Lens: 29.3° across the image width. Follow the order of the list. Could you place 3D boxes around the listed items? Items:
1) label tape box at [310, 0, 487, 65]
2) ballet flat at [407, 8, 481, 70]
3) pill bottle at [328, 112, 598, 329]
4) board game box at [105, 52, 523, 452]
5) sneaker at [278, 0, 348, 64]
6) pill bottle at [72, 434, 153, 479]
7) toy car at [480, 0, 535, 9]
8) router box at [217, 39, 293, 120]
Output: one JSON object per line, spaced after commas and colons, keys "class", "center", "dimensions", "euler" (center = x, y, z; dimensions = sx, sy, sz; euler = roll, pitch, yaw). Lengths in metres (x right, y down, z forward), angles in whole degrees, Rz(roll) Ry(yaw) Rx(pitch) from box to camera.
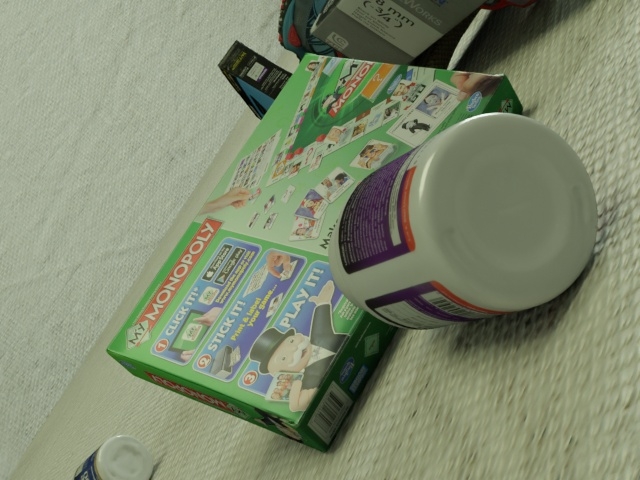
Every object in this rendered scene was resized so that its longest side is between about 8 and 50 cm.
{"class": "label tape box", "center": [0.134, -0.313, 1.144], "dimensions": [0.240, 0.106, 0.334], "euler": [-61, 11, -18]}
{"class": "ballet flat", "center": [0.142, -0.218, 1.295], "dimensions": [0.249, 0.058, 0.084], "euler": [-63, 14, -17]}
{"class": "pill bottle", "center": [0.072, -0.003, 0.730], "dimensions": [0.108, 0.108, 0.193], "euler": [-58, 11, -17]}
{"class": "board game box", "center": [-0.005, -0.008, 0.959], "dimensions": [0.214, 0.046, 0.317], "euler": [14, 64, 42]}
{"class": "sneaker", "center": [0.032, -0.252, 1.474], "dimensions": [0.262, 0.125, 0.104], "euler": [55, -136, -64]}
{"class": "pill bottle", "center": [-0.244, 0.273, 1.397], "dimensions": [0.120, 0.067, 0.067], "euler": [-44, 15, 47]}
{"class": "toy car", "center": [0.225, -0.271, 1.063], "dimensions": [0.239, 0.053, 0.225], "euler": [-51, 11, 22]}
{"class": "router box", "center": [-0.044, -0.173, 1.550], "dimensions": [0.046, 0.133, 0.179], "euler": [-55, -20, -5]}
